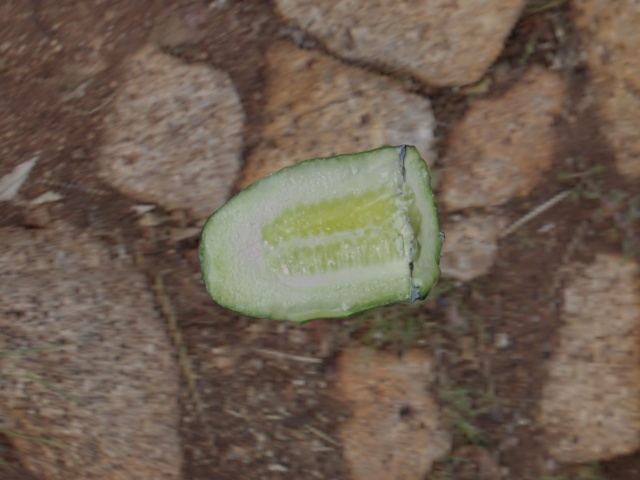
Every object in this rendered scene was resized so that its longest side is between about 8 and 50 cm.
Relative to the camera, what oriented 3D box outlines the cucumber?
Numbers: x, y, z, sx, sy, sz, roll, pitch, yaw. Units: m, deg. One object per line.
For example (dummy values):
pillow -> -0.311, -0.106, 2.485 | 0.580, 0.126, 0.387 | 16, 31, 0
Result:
cucumber -> 0.000, 0.000, 0.729 | 0.035, 0.107, 0.067 | -5, 87, -57
